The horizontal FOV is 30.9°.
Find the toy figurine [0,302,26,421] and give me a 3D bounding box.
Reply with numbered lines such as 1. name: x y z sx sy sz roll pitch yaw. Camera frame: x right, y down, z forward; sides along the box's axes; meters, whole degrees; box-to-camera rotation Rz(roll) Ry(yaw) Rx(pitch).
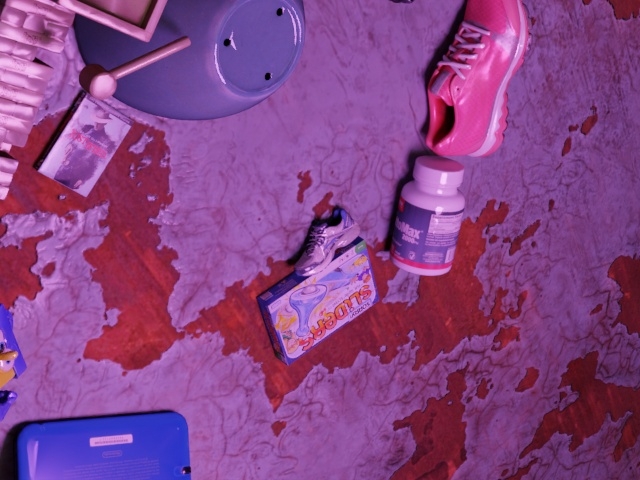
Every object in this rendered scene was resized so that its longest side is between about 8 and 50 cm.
1. toy figurine: -0.474 0.132 1.450 0.217 0.191 0.362 -54 138 -50

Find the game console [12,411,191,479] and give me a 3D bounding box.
1. game console: -0.356 0.394 1.743 0.293 0.173 0.250 3 80 -43

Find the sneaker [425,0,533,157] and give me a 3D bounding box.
1. sneaker: 0.239 -0.269 1.832 0.136 0.116 0.313 -13 121 -35

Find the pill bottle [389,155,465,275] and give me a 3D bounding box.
1. pill bottle: 0.180 -0.043 1.912 0.108 0.108 0.180 -9 118 -38

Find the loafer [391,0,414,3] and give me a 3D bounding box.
1. loafer: 0.125 -0.450 1.654 0.076 0.078 0.223 -15 122 -36

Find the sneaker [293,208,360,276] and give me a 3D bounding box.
1. sneaker: 0.000 0.000 1.827 0.135 0.052 0.058 -45 126 -23

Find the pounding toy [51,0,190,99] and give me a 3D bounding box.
1. pounding toy: -0.234 -0.266 1.297 0.181 0.094 0.206 17 101 -46

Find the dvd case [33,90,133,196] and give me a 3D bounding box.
1. dvd case: -0.306 -0.124 1.504 0.087 0.013 0.119 33 89 -46

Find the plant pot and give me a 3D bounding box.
1. plant pot: -0.130 -0.270 1.447 0.290 0.195 0.290 -21 126 -32

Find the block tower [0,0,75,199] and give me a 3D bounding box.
1. block tower: -0.363 -0.221 1.342 0.091 0.097 0.335 13 103 -46

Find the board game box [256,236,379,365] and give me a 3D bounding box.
1. board game box: -0.001 0.095 1.881 0.201 0.035 0.136 -35 132 -22
